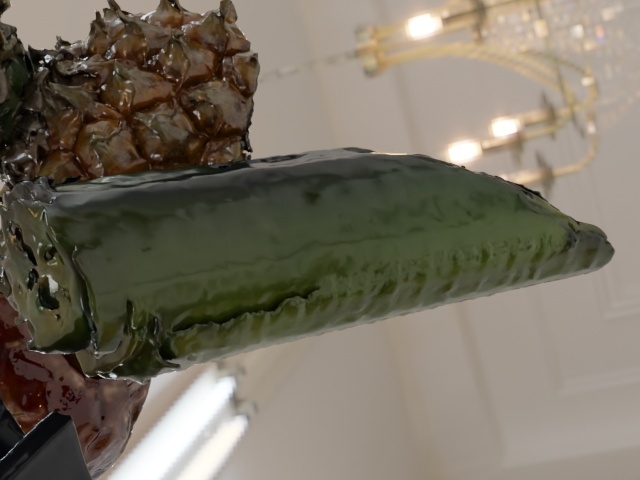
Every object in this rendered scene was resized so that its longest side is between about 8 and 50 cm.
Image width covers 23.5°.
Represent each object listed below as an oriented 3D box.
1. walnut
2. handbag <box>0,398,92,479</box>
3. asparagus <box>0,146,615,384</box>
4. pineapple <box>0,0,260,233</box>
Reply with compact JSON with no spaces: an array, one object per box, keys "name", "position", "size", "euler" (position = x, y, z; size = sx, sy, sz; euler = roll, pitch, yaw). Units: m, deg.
[{"name":"walnut","position":[-0.284,0.119,1.394],"size":[0.221,0.269,0.244],"euler":[0,-123,-45]},{"name":"handbag","position":[-0.176,0.269,0.864],"size":[0.269,0.118,0.326],"euler":[-44,-50,-43]},{"name":"asparagus","position":[0.000,0.000,0.913],"size":[0.128,0.381,0.108],"euler":[47,136,43]},{"name":"pineapple","position":[-0.212,-0.099,0.992],"size":[0.271,0.262,0.263],"euler":[26,-135,-27]}]
